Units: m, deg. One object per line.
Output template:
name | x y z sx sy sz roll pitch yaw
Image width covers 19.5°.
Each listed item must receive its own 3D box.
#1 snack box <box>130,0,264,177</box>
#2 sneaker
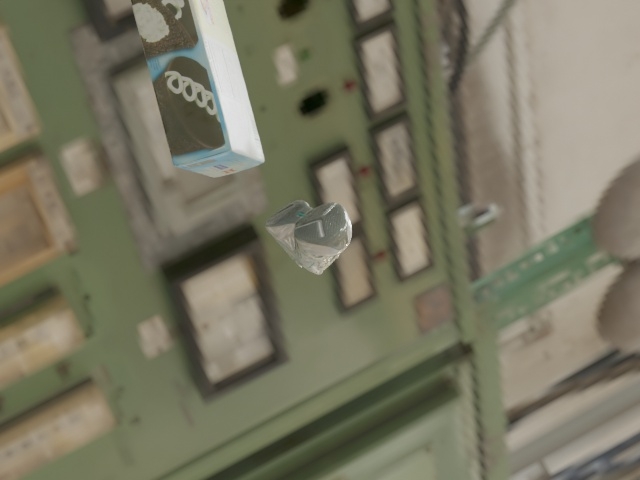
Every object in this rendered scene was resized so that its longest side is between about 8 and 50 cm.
snack box | -0.132 -0.223 1.726 0.187 0.060 0.322 9 66 -82
sneaker | 0.000 0.000 1.717 0.061 0.053 0.152 58 -13 -15
